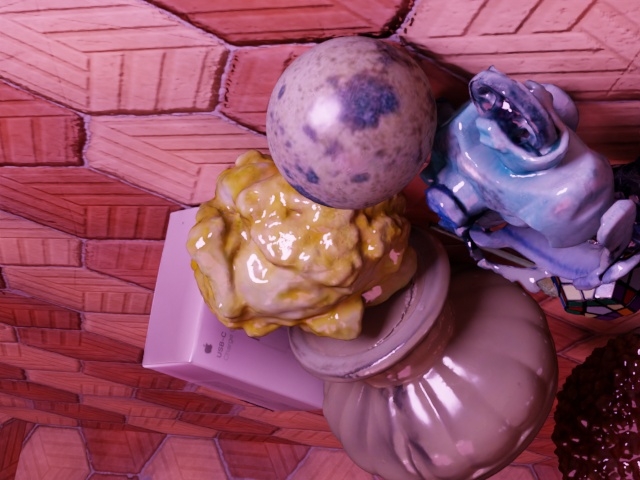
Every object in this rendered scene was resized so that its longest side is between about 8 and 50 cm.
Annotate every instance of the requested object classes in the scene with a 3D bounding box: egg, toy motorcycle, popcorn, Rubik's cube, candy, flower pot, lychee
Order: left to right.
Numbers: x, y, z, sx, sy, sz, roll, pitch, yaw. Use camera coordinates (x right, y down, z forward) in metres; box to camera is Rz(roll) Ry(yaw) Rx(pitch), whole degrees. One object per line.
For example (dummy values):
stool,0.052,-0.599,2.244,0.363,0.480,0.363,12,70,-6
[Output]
popcorn,-0.026,0.006,1.194,0.256,0.195,0.255,-31,146,34
egg,0.023,-0.095,0.951,0.141,0.141,0.181,13,167,-13
flower pot,0.110,0.124,1.352,0.307,0.307,0.244,-6,141,36
candy,0.221,0.016,1.351,0.202,0.061,0.061,20,159,-11
toy motorcycle,0.174,-0.049,0.959,0.206,0.154,0.260,50,172,-4
Rubik's cube,0.305,0.023,1.220,0.112,0.133,0.133,-19,157,3
lychee,0.483,0.274,1.619,0.306,0.306,0.330,2,132,17

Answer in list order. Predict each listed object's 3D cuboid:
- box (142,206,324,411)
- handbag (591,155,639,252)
box,-0.092,0.093,1.444,0.106,0.203,0.251,-8,154,43
handbag,0.369,-0.021,1.040,0.260,0.113,0.162,14,170,-17
